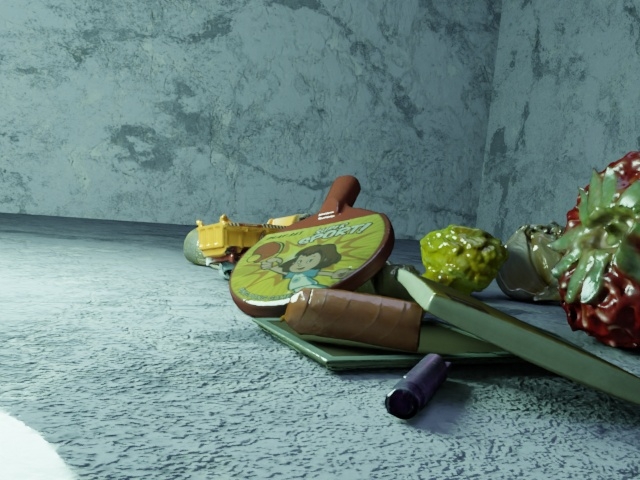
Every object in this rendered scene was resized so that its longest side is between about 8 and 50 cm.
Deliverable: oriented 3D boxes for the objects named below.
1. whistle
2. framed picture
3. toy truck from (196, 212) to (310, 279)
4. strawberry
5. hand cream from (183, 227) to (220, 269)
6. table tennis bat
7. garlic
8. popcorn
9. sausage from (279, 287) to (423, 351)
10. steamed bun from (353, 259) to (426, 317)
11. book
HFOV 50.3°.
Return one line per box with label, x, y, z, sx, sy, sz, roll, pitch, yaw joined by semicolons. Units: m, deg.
whistle;0.098;0.137;0.660;0.033;0.033;0.176;7;4;20
framed picture;0.087;0.129;0.871;0.296;0.019;0.232;3;4;-26
toy truck;-0.108;0.011;1.369;0.270;0.135;0.114;3;-7;-41
strawberry;0.558;0.043;1.076;0.345;0.317;0.295;21;-32;-17
hand cream;-0.208;0.033;1.504;0.203;0.084;0.084;17;9;34
table tennis bat;0.000;0.000;1.116;0.268;0.051;0.414;-10;26;22
garlic;0.506;0.056;1.539;0.230;0.178;0.143;-9;-14;9
popcorn;0.301;0.047;1.455;0.198;0.155;0.197;-1;-5;0
sausage;0.034;0.088;0.796;0.169;0.065;0.065;8;4;9
steamed bun;0.067;0.067;1.114;0.192;0.106;0.177;3;3;-16
book;0.227;0.104;0.828;0.269;0.032;0.389;23;2;0
